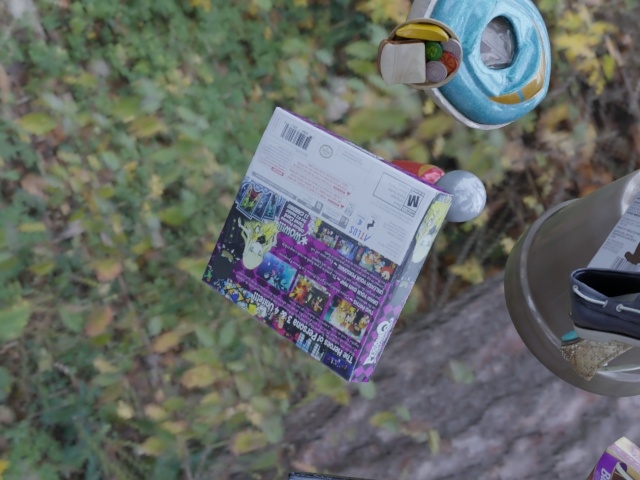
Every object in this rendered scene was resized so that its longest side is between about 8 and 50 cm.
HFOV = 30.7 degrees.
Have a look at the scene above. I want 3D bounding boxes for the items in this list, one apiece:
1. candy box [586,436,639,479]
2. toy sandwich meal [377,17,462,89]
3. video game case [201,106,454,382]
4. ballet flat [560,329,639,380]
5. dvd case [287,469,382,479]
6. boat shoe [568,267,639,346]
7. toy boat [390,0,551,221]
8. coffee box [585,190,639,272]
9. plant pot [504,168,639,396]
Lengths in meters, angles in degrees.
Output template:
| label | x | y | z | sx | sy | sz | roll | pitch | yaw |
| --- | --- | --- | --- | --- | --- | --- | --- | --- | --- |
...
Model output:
| label | x | y | z | sx | sy | sz | roll | pitch | yaw |
| --- | --- | --- | --- | --- | --- | --- | --- | --- | --- |
| candy box | 0.368 | 0.351 | 1.452 | 0.109 | 0.186 | 0.053 | 40 | 32 | 27 |
| toy sandwich meal | 0.097 | -0.180 | 1.143 | 0.085 | 0.086 | 0.029 | 60 | 24 | -26 |
| video game case | 0.000 | 0.000 | 1.198 | 0.232 | 0.210 | 0.042 | 30 | 11 | 36 |
| ballet flat | 0.377 | 0.104 | 1.323 | 0.067 | 0.206 | 0.073 | 66 | 19 | 0 |
| dvd case | 0.042 | 0.366 | 1.167 | 0.022 | 0.180 | 0.253 | 106 | -9 | -88 |
| boat shoe | 0.296 | 0.054 | 1.036 | 0.075 | 0.206 | 0.065 | -24 | 100 | -29 |
| toy boat | 0.197 | -0.180 | 1.486 | 0.267 | 0.148 | 0.318 | 24 | 89 | -46 |
| coffee box | 0.403 | -0.015 | 1.184 | 0.141 | 0.246 | 0.098 | 36 | -1 | -22 |
| plant pot | 0.473 | 0.037 | 1.733 | 0.280 | 0.323 | 0.323 | 117 | -35 | -60 |
